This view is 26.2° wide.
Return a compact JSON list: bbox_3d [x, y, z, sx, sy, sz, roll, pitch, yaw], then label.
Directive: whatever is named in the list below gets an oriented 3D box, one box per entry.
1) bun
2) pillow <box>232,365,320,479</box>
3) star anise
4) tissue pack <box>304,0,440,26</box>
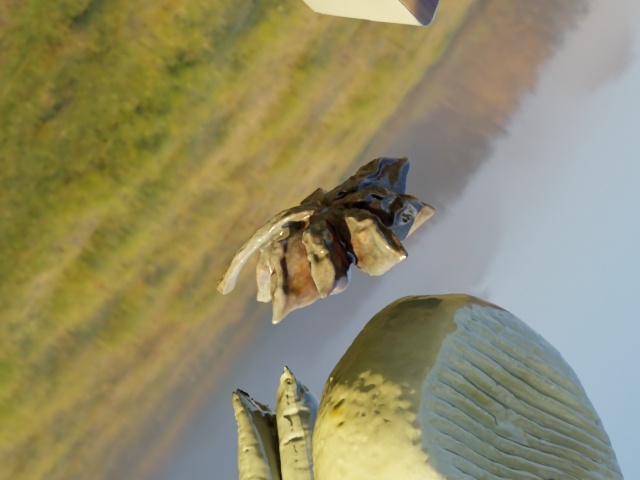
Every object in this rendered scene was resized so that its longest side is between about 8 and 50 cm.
[{"bbox_3d":[0.072,0.134,0.762,0.127,0.222,0.222,-33,-168,31],"label":"bun"},{"bbox_3d":[-0.013,0.196,1.002,0.078,0.181,0.134,-16,155,13],"label":"pillow"},{"bbox_3d":[-0.001,0.000,1.330,0.231,0.089,0.209,-27,-163,1],"label":"star anise"},{"bbox_3d":[0.015,-0.325,1.278,0.246,0.136,0.159,33,73,-52],"label":"tissue pack"}]
